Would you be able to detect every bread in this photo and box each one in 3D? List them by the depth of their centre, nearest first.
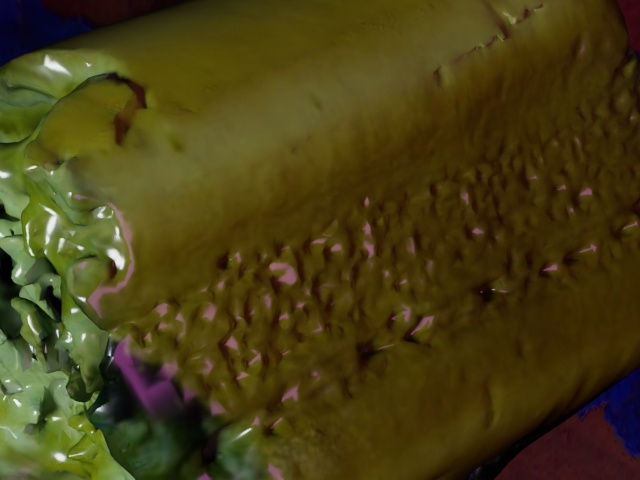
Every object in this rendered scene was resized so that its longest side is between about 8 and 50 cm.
[{"bbox_3d":[0.000,0.000,0.822,0.376,0.208,0.251,-24,108,-38],"label":"bread"}]
